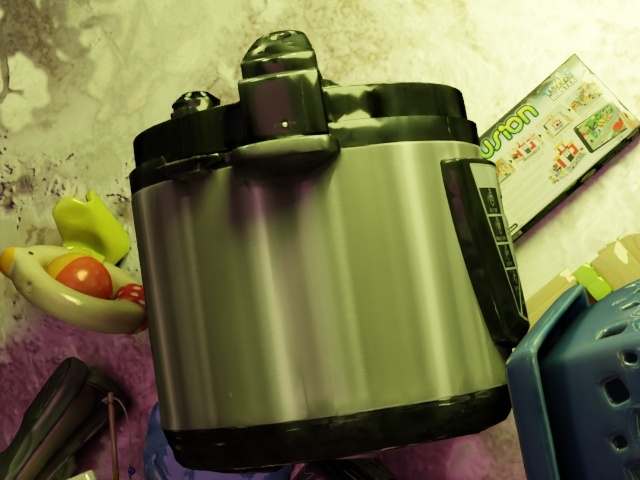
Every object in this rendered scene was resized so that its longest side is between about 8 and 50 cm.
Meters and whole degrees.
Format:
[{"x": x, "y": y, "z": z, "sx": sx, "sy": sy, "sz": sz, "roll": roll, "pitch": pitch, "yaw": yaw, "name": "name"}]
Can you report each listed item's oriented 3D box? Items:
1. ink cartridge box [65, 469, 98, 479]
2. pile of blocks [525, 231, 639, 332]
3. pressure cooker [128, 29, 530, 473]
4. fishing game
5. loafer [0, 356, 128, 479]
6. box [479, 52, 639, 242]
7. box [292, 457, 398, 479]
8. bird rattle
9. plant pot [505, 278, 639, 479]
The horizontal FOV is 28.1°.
[{"x": -0.236, "y": 0.413, "z": 1.404, "sx": 0.117, "sy": 0.207, "sz": 0.283, "roll": -25, "pitch": 74, "yaw": -13, "name": "ink cartridge box"}, {"x": 0.372, "y": 0.047, "z": 1.329, "sx": 0.362, "sy": 0.112, "sz": 0.149, "roll": -16, "pitch": 77, "yaw": 14, "name": "pile of blocks"}, {"x": -0.006, "y": 0.001, "z": 1.287, "sx": 0.370, "sy": 0.375, "sz": 0.420, "roll": -14, "pitch": 83, "yaw": 51, "name": "pressure cooker"}, {"x": -0.116, "y": 0.243, "z": 1.489, "sx": 0.264, "sy": 0.041, "sz": 0.189, "roll": -10, "pitch": 85, "yaw": 7, "name": "fishing game"}, {"x": -0.343, "y": 0.285, "z": 1.527, "sx": 0.095, "sy": 0.109, "sz": 0.302, "roll": 34, "pitch": 93, "yaw": -20, "name": "loafer"}, {"x": 0.244, "y": -0.098, "z": 1.432, "sx": 0.207, "sy": 0.036, "sz": 0.114, "roll": -41, "pitch": 72, "yaw": 8, "name": "box"}, {"x": 0.025, "y": 0.325, "z": 1.324, "sx": 0.142, "sy": 0.247, "sz": 0.163, "roll": 39, "pitch": 94, "yaw": 18, "name": "box"}, {"x": -0.260, "y": 0.066, "z": 1.489, "sx": 0.253, "sy": 0.207, "sz": 0.143, "roll": 43, "pitch": 114, "yaw": 28, "name": "bird rattle"}, {"x": 0.306, "y": 0.157, "z": 1.194, "sx": 0.212, "sy": 0.236, "sz": 0.236, "roll": -8, "pitch": 103, "yaw": 26, "name": "plant pot"}]
